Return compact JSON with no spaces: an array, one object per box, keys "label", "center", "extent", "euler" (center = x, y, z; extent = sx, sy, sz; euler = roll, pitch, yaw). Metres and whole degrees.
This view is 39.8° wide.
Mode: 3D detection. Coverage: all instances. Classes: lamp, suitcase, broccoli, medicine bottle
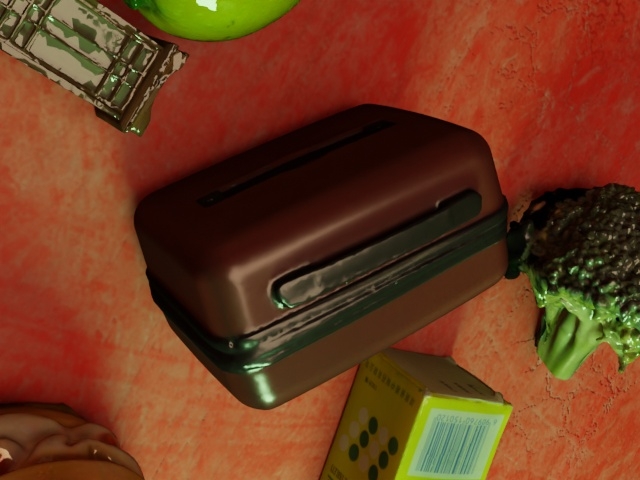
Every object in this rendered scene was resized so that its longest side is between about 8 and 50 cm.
[{"label":"lamp","center":[-0.262,-0.199,0.670],"extent":[0.325,0.090,0.089],"euler":[31,90,-34]},{"label":"suitcase","center":[0.000,0.000,0.797],"extent":[0.297,0.236,0.161],"euler":[-25,117,-21]},{"label":"broccoli","center":[0.317,0.054,1.051],"extent":[0.247,0.263,0.243],"euler":[15,129,0]},{"label":"medicine bottle","center":[0.097,0.260,1.000],"extent":[0.141,0.137,0.250],"euler":[14,100,-33]}]

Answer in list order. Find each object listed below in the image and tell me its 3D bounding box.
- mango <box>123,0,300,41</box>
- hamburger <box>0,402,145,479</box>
[{"label":"mango","center":[-0.052,-0.321,0.708],"extent":[0.192,0.156,0.343],"euler":[25,87,-42]},{"label":"hamburger","center":[-0.248,0.293,0.760],"extent":[0.276,0.237,0.276],"euler":[-11,112,-29]}]
